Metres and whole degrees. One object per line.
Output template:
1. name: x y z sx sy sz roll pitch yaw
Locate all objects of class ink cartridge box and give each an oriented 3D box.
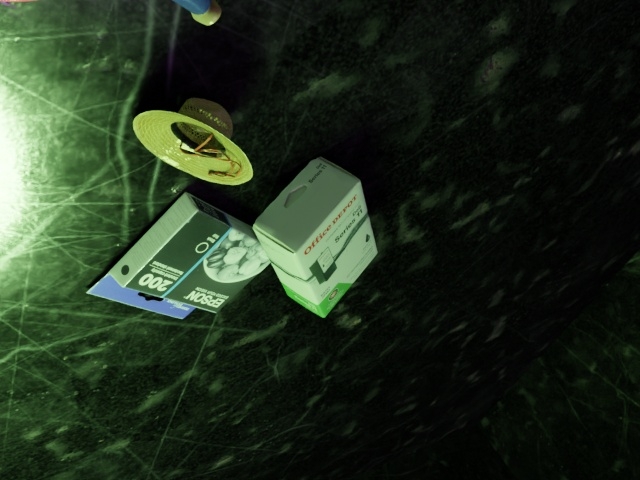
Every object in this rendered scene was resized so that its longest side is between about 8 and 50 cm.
1. ink cartridge box: -0.191 0.045 0.896 0.208 0.045 0.206 -42 148 12
2. ink cartridge box: 0.000 0.000 0.933 0.153 0.087 0.208 -49 150 -17

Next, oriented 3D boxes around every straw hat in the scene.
1. straw hat: -0.136 -0.128 0.707 0.144 0.144 0.061 57 47 -57

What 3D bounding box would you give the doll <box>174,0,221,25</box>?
1. doll: -0.147 -0.268 0.538 0.129 0.046 0.189 -42 147 8
